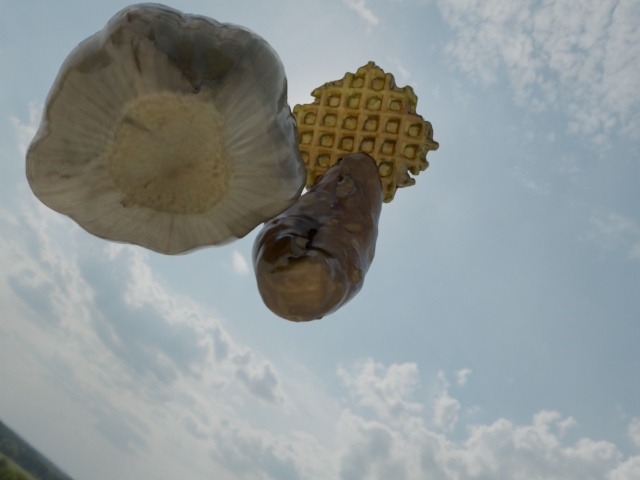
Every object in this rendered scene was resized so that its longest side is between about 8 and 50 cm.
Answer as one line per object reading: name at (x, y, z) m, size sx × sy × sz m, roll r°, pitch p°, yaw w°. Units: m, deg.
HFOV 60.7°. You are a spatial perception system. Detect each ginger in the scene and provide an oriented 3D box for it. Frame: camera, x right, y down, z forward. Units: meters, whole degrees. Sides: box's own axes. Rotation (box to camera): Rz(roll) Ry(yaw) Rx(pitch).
ginger at (0.000, 0.000, 0.803) m, size 0.165 × 0.321 × 0.173 m, roll 23°, pitch -47°, yaw 4°

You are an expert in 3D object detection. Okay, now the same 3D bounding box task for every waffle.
waffle at (0.063, -0.173, 0.942) m, size 0.245 × 0.254 × 0.052 m, roll 58°, pitch 6°, yaw 11°

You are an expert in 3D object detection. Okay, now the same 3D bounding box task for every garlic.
garlic at (-0.181, -0.128, 0.665) m, size 0.317 × 0.317 × 0.259 m, roll 49°, pitch 7°, yaw -16°
